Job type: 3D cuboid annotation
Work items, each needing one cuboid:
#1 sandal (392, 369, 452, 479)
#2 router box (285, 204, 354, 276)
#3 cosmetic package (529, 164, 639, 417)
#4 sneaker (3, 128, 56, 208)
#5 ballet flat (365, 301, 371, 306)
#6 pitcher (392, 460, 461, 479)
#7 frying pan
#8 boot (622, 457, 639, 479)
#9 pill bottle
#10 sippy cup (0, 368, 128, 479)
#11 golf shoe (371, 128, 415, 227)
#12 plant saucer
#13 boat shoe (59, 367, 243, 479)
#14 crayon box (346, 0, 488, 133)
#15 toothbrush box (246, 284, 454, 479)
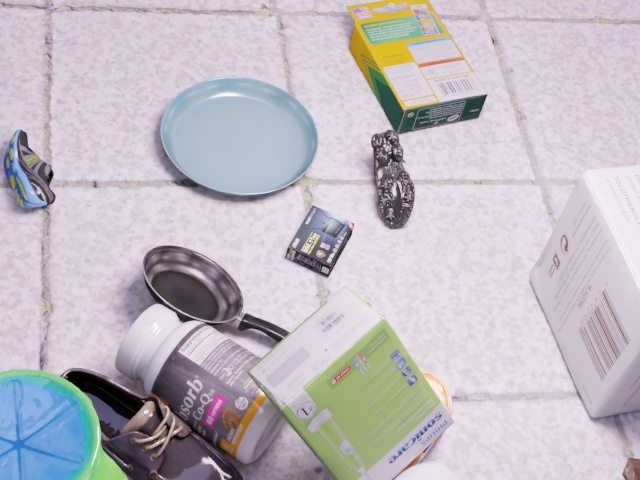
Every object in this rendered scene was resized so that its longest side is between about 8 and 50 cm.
[{"bbox_3d":[0.156,0.318,1.887,0.102,0.076,0.265,26,52,9],"label":"sandal"},{"bbox_3d":[0.000,0.000,2.126,0.092,0.038,0.122,23,52,8],"label":"router box"},{"bbox_3d":[0.649,0.079,2.005,0.393,0.329,0.327,-6,54,-16],"label":"cosmetic package"},{"bbox_3d":[-0.550,-0.132,2.117,0.078,0.067,0.188,1,48,-37],"label":"sneaker"},{"bbox_3d":[0.034,0.211,1.954,0.087,0.083,0.247,48,51,-7],"label":"ballet flat"},{"bbox_3d":[0.152,0.467,1.759,0.207,0.125,0.178,-39,88,-21],"label":"pitcher"},{"bbox_3d":[-0.173,0.106,1.999,0.326,0.053,0.197,22,30,-22],"label":"frying pan"},{"bbox_3d":[0.581,0.383,1.949,0.114,0.037,0.106,1,50,-4],"label":"boot"},{"bbox_3d":[-0.189,0.230,1.836,0.278,0.162,0.162,30,54,13],"label":"pill bottle"},{"bbox_3d":[-0.442,0.346,1.659,0.240,0.224,0.305,-28,62,-27],"label":"sippy cup"},{"bbox_3d":[0.146,-0.118,2.226,0.077,0.094,0.198,-5,79,2],"label":"golf shoe"},{"bbox_3d":[-0.163,-0.203,2.249,0.317,0.044,0.318,5,51,-7],"label":"plant saucer"},{"bbox_3d":[-0.285,0.319,1.769,0.355,0.130,0.132,25,53,9],"label":"boat shoe"},{"bbox_3d":[0.199,-0.389,2.435,0.203,0.083,0.323,-13,57,-20],"label":"crayon box"},{"bbox_3d":[0.052,0.245,1.738,0.206,0.283,0.122,-41,37,-8],"label":"toothbrush box"}]
